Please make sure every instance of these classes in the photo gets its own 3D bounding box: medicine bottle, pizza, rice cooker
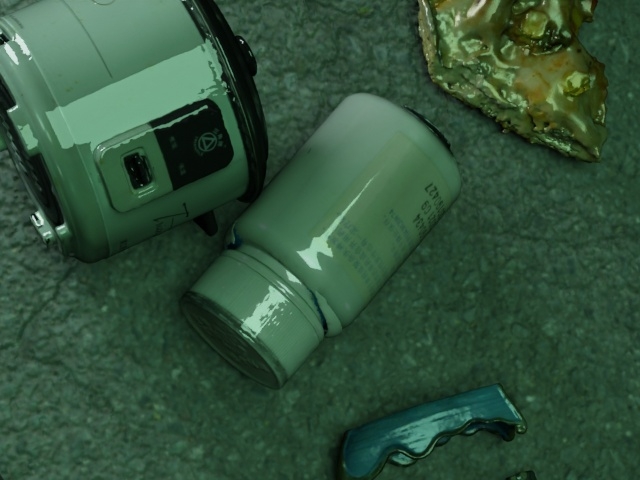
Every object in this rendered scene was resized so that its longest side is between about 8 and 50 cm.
[{"bbox_3d":[0.000,0.000,1.563,0.143,0.143,0.258,43,72,-5],"label":"medicine bottle"},{"bbox_3d":[0.190,-0.206,1.688,0.189,0.071,0.297,-16,86,-18],"label":"pizza"},{"bbox_3d":[-0.161,-0.117,1.490,0.227,0.241,0.280,-25,119,-15],"label":"rice cooker"}]

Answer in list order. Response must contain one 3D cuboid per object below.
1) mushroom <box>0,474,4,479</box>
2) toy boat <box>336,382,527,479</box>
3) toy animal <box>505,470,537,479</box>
[{"bbox_3d":[-0.305,0.265,1.437,0.407,0.137,0.154,49,38,-2],"label":"mushroom"},{"bbox_3d":[0.099,0.192,1.594,0.185,0.075,0.077,-15,77,-15],"label":"toy boat"},{"bbox_3d":[0.115,0.292,1.579,0.269,0.082,0.137,-18,85,-18],"label":"toy animal"}]
